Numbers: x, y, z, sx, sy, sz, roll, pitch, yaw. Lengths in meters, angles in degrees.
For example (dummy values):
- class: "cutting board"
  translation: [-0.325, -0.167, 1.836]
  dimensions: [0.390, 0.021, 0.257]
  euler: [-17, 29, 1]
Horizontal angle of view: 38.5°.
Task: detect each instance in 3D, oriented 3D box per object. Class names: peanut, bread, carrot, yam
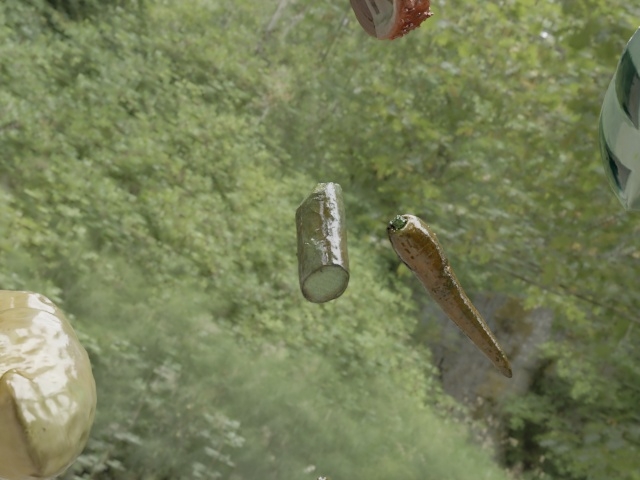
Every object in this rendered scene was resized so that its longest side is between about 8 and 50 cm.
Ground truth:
- class: "peanut"
  translation: [-0.214, 0.096, 0.654]
  dimensions: [0.117, 0.101, 0.263]
  euler: [61, -18, -12]
- class: "bread"
  translation: [0.104, -0.391, 1.414]
  dimensions: [0.160, 0.073, 0.160]
  euler: [47, -30, 38]
- class: "carrot"
  translation: [0.153, 0.067, 1.041]
  dimensions: [0.254, 0.049, 0.049]
  euler: [53, -20, -21]
- class: "yam"
  translation: [0.000, 0.000, 1.144]
  dimensions: [0.069, 0.147, 0.070]
  euler: [-4, -23, -2]

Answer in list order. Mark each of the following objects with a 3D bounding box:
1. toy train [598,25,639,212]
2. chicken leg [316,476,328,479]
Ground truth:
- class: "toy train"
  translation: [0.262, -0.147, 0.541]
  dimensions: [0.088, 0.086, 0.407]
  euler: [1, -35, -20]
- class: "chicken leg"
  translation: [0.014, 0.459, 1.498]
  dimensions: [0.178, 0.070, 0.093]
  euler: [-113, -177, -61]
